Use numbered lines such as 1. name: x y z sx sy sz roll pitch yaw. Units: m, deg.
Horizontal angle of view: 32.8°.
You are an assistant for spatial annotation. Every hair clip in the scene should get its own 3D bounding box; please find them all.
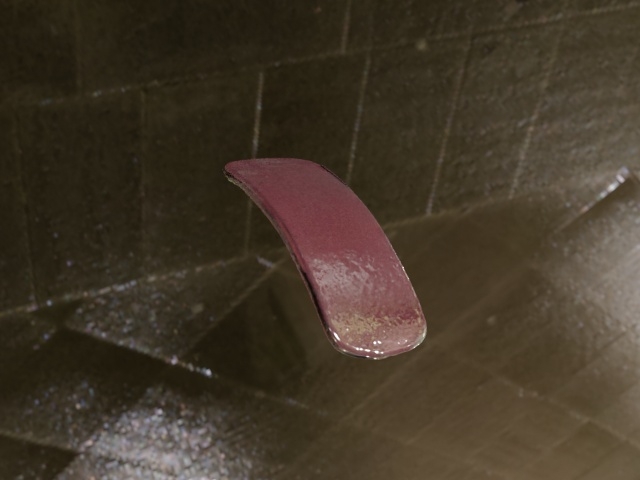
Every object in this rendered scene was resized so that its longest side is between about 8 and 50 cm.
1. hair clip: 0.001 -0.001 0.503 0.054 0.137 0.022 -4 134 -32
